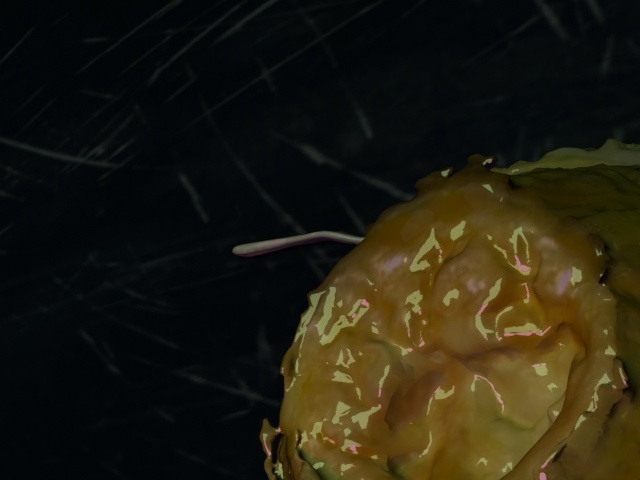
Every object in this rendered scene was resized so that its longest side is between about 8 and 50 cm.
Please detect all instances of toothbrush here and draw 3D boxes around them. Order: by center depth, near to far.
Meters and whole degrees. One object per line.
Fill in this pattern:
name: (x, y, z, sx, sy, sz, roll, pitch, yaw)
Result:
toothbrush: (0.000, 0.000, 0.908, 0.131, 0.011, 0.013, -8, 70, 35)

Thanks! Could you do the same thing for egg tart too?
egg tart: (0.085, 0.071, 0.713, 0.315, 0.120, 0.315, -20, 52, 28)
